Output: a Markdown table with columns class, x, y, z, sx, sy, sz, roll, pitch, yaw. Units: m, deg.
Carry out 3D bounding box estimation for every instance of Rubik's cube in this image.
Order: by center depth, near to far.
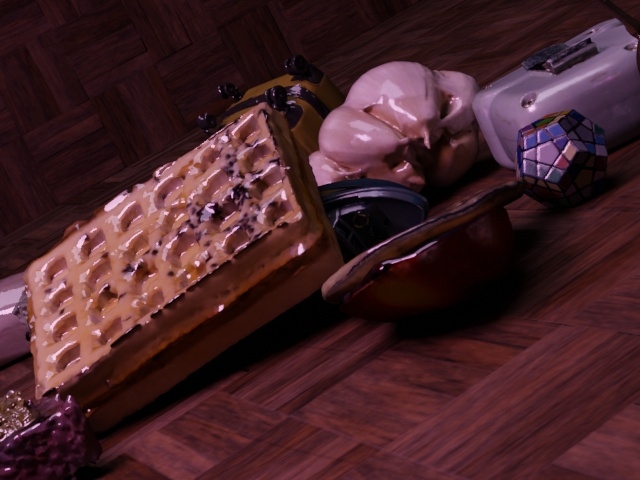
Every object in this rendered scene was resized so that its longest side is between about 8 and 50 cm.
| class | x | y | z | sx | sy | sz | roll | pitch | yaw |
| --- | --- | --- | --- | --- | --- | --- | --- | --- | --- |
| Rubik's cube | 0.261 | -0.089 | 1.571 | 0.111 | 0.111 | 0.093 | -41 | -9 | -47 |

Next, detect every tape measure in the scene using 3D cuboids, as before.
| class | x | y | z | sx | sy | sz | roll | pitch | yaw |
| --- | --- | --- | --- | --- | --- | --- | --- | --- | --- |
| tape measure | 0.321 | -0.187 | 1.772 | 0.243 | 0.125 | 0.246 | -30 | 12 | -10 |

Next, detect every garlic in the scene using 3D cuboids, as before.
| class | x | y | z | sx | sy | sz | roll | pitch | yaw |
| --- | --- | --- | --- | --- | --- | --- | --- | --- | --- |
| garlic | 0.091 | -0.129 | 1.869 | 0.281 | 0.185 | 0.203 | -30 | 10 | -10 |

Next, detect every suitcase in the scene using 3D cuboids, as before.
| class | x | y | z | sx | sy | sz | roll | pitch | yaw |
| --- | --- | --- | --- | --- | --- | --- | --- | --- | --- |
| suitcase | -0.039 | -0.128 | 2.059 | 0.194 | 0.235 | 0.143 | -15 | 36 | 44 |

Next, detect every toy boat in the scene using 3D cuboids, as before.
| class | x | y | z | sx | sy | sz | roll | pitch | yaw |
| --- | --- | --- | --- | --- | --- | --- | --- | --- | --- |
| toy boat | -0.002 | 0.003 | 1.709 | 0.296 | 0.114 | 0.122 | -20 | 35 | 28 |

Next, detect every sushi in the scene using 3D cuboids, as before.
| class | x | y | z | sx | sy | sz | roll | pitch | yaw |
| --- | --- | --- | --- | --- | --- | --- | --- | --- | --- |
| sushi | -0.344 | 0.235 | 1.510 | 0.161 | 0.107 | 0.241 | -40 | 18 | -32 |

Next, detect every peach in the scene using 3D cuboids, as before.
| class | x | y | z | sx | sy | sz | roll | pitch | yaw |
| --- | --- | --- | --- | --- | --- | --- | --- | --- | --- |
| peach | 0.116 | 0.038 | 1.427 | 0.189 | 0.068 | 0.279 | -28 | -6 | 18 |

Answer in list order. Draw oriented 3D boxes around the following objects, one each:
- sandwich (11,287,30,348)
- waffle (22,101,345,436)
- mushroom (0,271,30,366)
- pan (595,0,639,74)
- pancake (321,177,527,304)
| class | x | y | z | sx | sy | sz | roll | pitch | yaw |
| --- | --- | --- | --- | --- | --- | --- | --- | --- | --- |
| sandwich | -0.252 | 0.063 | 1.938 | 0.325 | 0.131 | 0.262 | -34 | 16 | -24 |
| waffle | -0.163 | 0.033 | 1.631 | 0.376 | 0.114 | 0.261 | -33 | 35 | 12 |
| mushroom | -0.553 | 0.154 | 2.202 | 0.407 | 0.138 | 0.154 | -21 | 25 | 0 |
| pan | 0.388 | -0.223 | 1.644 | 0.128 | 0.202 | 0.048 | -37 | -5 | -37 |
| pancake | 0.103 | 0.002 | 1.527 | 0.250 | 0.031 | 0.250 | -30 | -5 | -3 |
